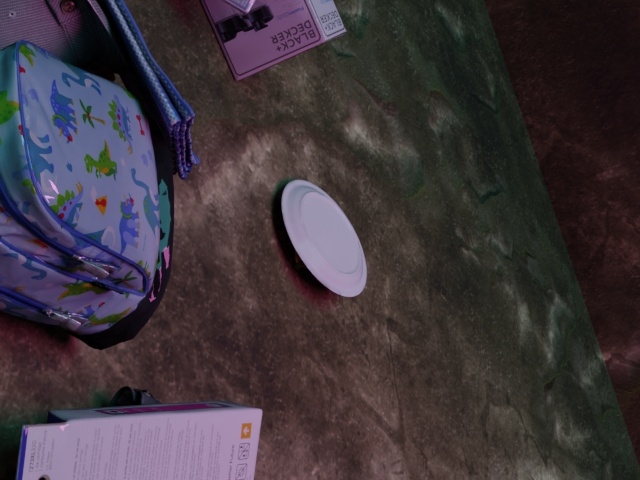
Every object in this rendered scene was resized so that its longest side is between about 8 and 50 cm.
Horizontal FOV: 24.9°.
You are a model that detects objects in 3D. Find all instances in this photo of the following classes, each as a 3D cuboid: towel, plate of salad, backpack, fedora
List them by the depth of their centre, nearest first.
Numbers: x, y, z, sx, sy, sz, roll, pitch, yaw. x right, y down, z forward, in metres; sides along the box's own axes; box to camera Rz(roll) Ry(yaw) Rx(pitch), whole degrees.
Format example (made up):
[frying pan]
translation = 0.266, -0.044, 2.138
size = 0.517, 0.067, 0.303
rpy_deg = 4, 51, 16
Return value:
[backpack]
translation = -0.299, -0.061, 1.486
size = 0.355, 0.273, 0.290
rpy_deg = 17, 62, -45
[fedora]
translation = -0.341, -0.247, 1.580
size = 0.124, 0.243, 0.275
rpy_deg = -45, 145, -17
[towel]
translation = -0.209, -0.206, 1.691
size = 0.243, 0.040, 0.336
rpy_deg = 61, -8, 4
[plate of salad]
translation = 0.000, 0.000, 2.202
size = 0.200, 0.048, 0.200
rpy_deg = 39, 33, -32

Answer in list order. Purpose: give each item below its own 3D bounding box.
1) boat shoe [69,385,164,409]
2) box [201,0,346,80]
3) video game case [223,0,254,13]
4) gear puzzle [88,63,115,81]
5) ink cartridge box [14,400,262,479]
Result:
[boat shoe]
translation = -0.214, 0.201, 1.629
size = 0.228, 0.080, 0.076
rpy_deg = -7, 80, -56
[box]
translation = -0.099, -0.404, 2.155
size = 0.290, 0.169, 0.087
rpy_deg = 67, 26, -8
[video game case]
translation = -0.134, -0.453, 2.053
size = 0.183, 0.201, 0.023
rpy_deg = 30, -2, -10
[gear puzzle]
translation = -0.306, -0.303, 1.685
size = 0.175, 0.044, 0.339
rpy_deg = 38, -17, 37
[ink cartridge box]
translation = -0.202, 0.264, 1.517
size = 0.371, 0.069, 0.176
rpy_deg = 5, 93, -57
